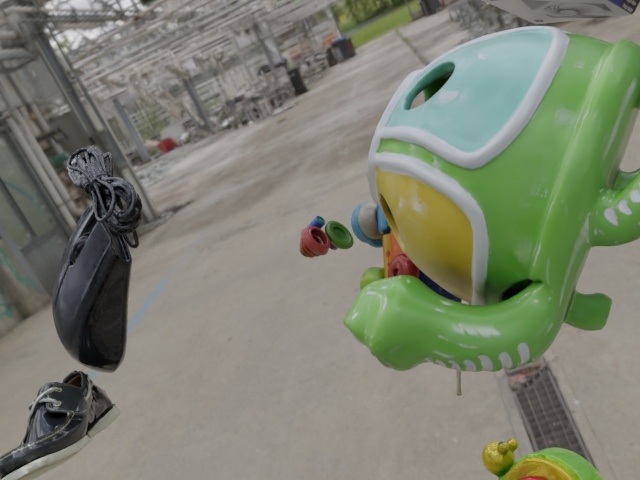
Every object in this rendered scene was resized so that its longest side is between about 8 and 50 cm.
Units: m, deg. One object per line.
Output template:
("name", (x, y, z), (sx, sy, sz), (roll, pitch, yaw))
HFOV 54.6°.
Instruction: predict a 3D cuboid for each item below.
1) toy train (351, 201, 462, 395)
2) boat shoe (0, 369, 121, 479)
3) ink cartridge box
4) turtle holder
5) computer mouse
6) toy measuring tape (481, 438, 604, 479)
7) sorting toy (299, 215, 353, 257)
("toy train", (0.099, 0.052, 0.721), (0.105, 0.248, 0.143), (5, -14, -30))
("boat shoe", (-0.278, 0.190, 0.641), (0.084, 0.079, 0.233), (-29, 2, -4))
("ink cartridge box", (0.336, -0.354, 0.853), (0.223, 0.045, 0.224), (3, 7, -38))
("turtle holder", (0.159, -0.032, 0.549), (0.227, 0.320, 0.243), (20, -1, 24))
("computer mouse", (-0.276, 0.038, 0.729), (0.072, 0.272, 0.188), (-6, 28, -34))
("toy measuring tape", (0.312, 0.335, 0.688), (0.121, 0.121, 0.330), (-31, 45, -19))
("sorting toy", (0.000, 0.000, 0.915), (0.102, 0.061, 0.042), (-7, -31, -51))
